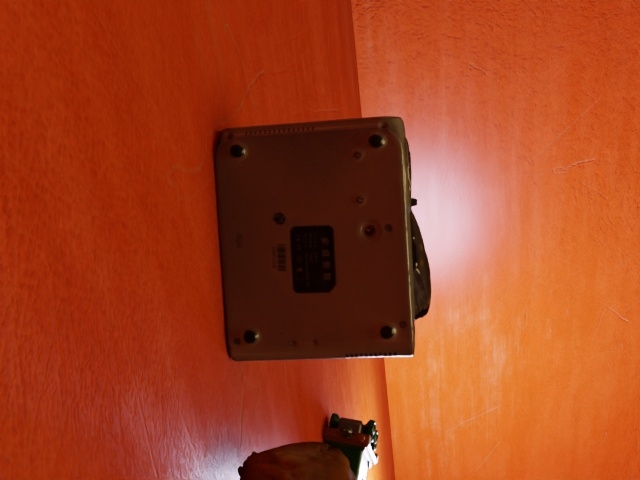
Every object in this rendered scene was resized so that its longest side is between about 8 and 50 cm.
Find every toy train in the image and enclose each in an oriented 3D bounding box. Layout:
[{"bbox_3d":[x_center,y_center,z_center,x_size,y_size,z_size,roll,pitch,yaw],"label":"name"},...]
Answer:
[{"bbox_3d":[0.057,0.418,1.400,0.227,0.091,0.136,75,25,-59],"label":"toy train"}]

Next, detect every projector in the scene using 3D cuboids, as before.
[{"bbox_3d":[0.000,0.000,0.770,0.108,0.198,0.250,-20,107,-81],"label":"projector"}]

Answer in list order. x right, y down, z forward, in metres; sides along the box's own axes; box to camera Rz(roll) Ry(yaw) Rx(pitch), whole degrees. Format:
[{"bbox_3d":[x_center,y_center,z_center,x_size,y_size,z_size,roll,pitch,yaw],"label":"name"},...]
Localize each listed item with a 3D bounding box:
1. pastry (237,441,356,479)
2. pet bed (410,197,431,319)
[{"bbox_3d":[-0.018,0.344,0.667,0.310,0.162,0.255,-98,170,-61],"label":"pastry"},{"bbox_3d":[0.043,0.025,1.017,0.183,0.211,0.159,-80,155,-53],"label":"pet bed"}]
